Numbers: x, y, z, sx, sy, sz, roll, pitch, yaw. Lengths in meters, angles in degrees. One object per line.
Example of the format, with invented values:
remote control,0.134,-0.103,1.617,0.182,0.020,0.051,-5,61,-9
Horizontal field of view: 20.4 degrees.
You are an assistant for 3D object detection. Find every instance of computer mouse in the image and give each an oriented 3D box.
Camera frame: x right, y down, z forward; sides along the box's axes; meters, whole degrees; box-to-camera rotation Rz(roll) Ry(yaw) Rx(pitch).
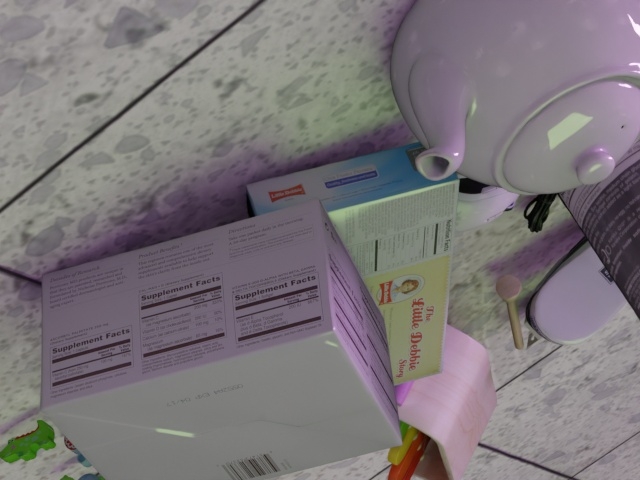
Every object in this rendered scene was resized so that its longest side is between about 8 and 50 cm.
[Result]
computer mouse,0.176,-0.037,1.797,0.193,0.042,0.106,-9,148,-34

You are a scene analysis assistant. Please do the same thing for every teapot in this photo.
teapot,0.197,-0.126,1.497,0.256,0.187,0.252,-32,151,6

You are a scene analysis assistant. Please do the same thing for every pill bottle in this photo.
pill bottle,0.314,-0.048,1.651,0.162,0.278,0.162,-22,152,-13

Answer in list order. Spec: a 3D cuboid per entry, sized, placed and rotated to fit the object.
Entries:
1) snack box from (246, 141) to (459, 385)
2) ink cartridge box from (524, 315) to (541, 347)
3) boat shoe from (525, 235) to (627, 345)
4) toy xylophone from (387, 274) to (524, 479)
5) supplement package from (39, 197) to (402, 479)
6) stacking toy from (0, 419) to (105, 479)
snack box,0.030,0.044,1.702,0.187,0.060,0.322,-14,144,-11
ink cartridge box,0.267,0.086,2.088,0.083,0.028,0.048,-40,-173,18
boat shoe,0.354,0.006,1.991,0.301,0.108,0.102,-42,-175,-2
toy xylophone,0.148,0.166,2.005,0.236,0.081,0.323,-60,162,-23
supplement package,-0.085,0.106,1.566,0.261,0.145,0.204,-15,142,12
stacking toy,-0.202,0.184,1.814,0.221,0.052,0.167,-28,151,2
